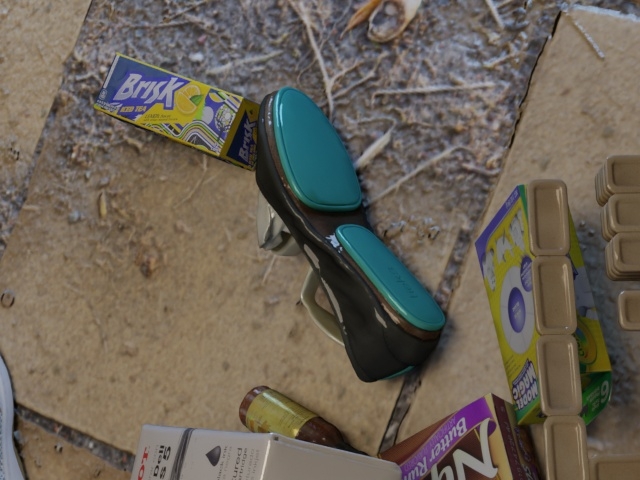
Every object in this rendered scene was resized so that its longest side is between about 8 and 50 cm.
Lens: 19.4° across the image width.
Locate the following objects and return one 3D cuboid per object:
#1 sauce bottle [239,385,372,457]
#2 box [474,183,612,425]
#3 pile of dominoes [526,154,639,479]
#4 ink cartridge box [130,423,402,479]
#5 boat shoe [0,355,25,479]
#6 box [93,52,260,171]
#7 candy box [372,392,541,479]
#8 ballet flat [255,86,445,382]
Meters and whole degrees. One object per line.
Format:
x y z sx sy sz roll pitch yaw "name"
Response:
-0.012 0.160 1.529 0.128 0.042 0.042 27 92 40 "sauce bottle"
0.167 0.059 1.400 0.105 0.043 0.179 119 142 -59 "box"
0.247 0.062 1.338 0.196 0.040 0.251 0 73 -4 "pile of dominoes"
-0.063 0.249 1.420 0.273 0.114 0.198 -9 67 65 "ink cartridge box"
-0.343 0.172 1.728 0.098 0.096 0.277 -37 57 22 "boat shoe"
-0.124 -0.117 1.687 0.169 0.054 0.059 22 89 39 "box"
0.080 0.209 1.431 0.186 0.053 0.109 -32 47 25 "candy box"
0.000 0.000 1.543 0.096 0.095 0.280 -48 54 29 "ballet flat"
